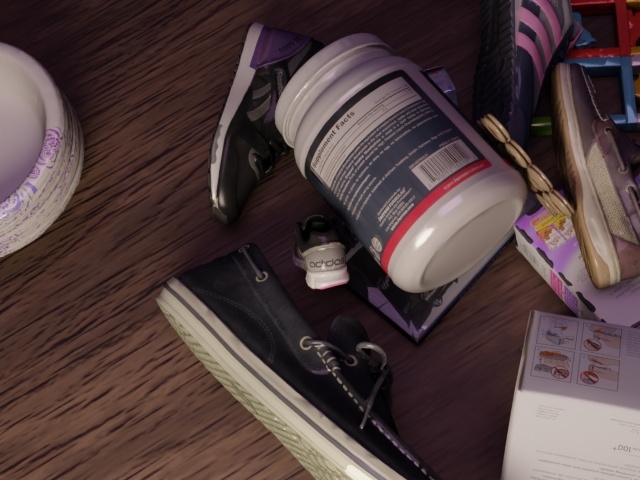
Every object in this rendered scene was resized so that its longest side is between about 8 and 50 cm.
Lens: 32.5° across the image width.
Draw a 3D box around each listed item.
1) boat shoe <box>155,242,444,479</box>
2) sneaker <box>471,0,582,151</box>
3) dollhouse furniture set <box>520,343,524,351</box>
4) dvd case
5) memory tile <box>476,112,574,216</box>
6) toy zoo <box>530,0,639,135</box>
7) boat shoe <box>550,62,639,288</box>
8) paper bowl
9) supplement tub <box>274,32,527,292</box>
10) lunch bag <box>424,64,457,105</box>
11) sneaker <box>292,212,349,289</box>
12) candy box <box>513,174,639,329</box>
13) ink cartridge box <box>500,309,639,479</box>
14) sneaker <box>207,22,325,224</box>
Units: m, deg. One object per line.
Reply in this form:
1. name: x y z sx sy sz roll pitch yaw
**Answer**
1. boat shoe: 0.013 0.167 1.217 0.156 0.187 0.500 -39 55 -15
2. sneaker: 0.269 -0.233 1.370 0.131 0.112 0.319 10 80 -19
3. dollhouse furniture set: 0.307 0.163 1.284 0.151 0.058 0.076 42 71 0
4. dvd case: 0.132 -0.013 1.372 0.179 0.029 0.239 40 78 20
5. memory tile: 0.230 -0.084 1.247 0.012 0.113 0.148 -41 92 4
6. toy zoo: 0.389 -0.230 1.420 0.293 0.030 0.192 -2 69 7
7. boat shoe: 0.325 -0.081 1.259 0.092 0.103 0.285 -8 61 5
8. paper bowl: -0.447 -0.106 1.424 0.284 0.148 0.284 -3 69 7
9. supplement tub: 0.091 -0.092 1.290 0.191 0.191 0.272 -36 68 -7
10. lunch bag: 0.134 -0.195 1.427 0.071 0.053 0.083 -16 39 1
11. sneaker: 0.000 0.000 1.285 0.063 0.170 0.075 -5 105 -5
12. candy box: 0.351 0.016 1.291 0.165 0.070 0.196 -33 57 -6
13. ink cartridge box: 0.352 0.237 1.167 0.309 0.272 0.130 10 40 11
14. sneaker: -0.062 -0.150 1.415 0.124 0.107 0.283 12 71 6
